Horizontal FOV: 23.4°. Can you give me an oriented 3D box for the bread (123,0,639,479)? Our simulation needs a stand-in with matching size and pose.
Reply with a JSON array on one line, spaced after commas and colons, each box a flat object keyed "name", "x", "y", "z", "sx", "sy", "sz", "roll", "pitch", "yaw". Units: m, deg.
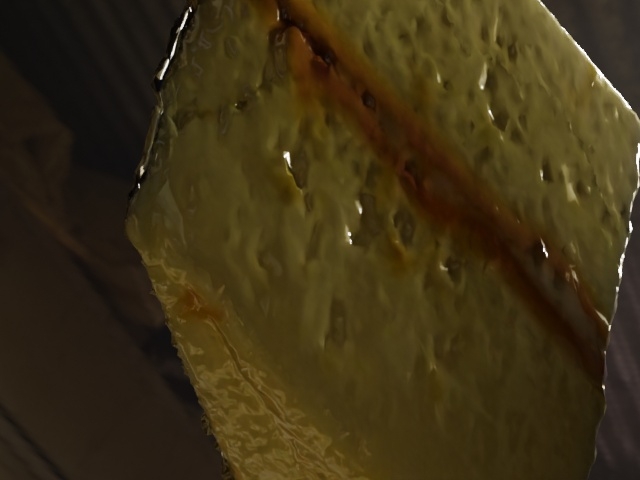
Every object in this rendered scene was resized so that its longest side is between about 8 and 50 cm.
[{"name": "bread", "x": 0.000, "y": 0.000, "z": 0.840, "sx": 0.405, "sy": 0.345, "sz": 0.242, "roll": 39, "pitch": -36, "yaw": -17}]
